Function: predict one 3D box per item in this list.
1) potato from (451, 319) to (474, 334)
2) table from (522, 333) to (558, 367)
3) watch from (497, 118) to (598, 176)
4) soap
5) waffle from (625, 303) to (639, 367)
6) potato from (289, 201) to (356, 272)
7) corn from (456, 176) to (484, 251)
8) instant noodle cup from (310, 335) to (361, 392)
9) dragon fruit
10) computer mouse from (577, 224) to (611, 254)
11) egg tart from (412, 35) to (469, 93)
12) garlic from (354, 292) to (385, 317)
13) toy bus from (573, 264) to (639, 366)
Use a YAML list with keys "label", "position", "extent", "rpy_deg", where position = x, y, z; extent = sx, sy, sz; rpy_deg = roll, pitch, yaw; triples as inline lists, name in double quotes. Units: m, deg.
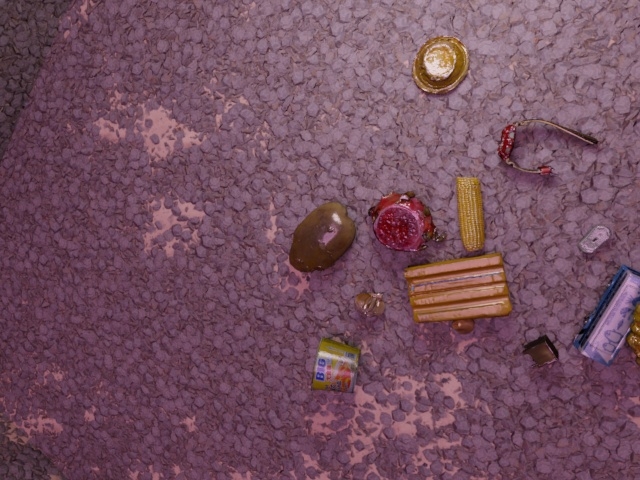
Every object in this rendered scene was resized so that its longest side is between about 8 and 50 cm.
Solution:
- label: "potato"
  position: [0.482, 0.287, 1.642]
  extent: [0.062, 0.083, 0.068]
  rpy_deg: [38, 109, 37]
- label: "table"
  position: [0.712, 0.362, 1.569]
  extent: [0.082, 0.083, 0.070]
  rpy_deg: [-36, 81, 26]
- label: "watch"
  position: [0.690, -0.283, 1.500]
  extent: [0.269, 0.102, 0.164]
  rpy_deg: [20, 110, 7]
- label: "soap"
  position: [0.456, 0.161, 1.622]
  extent: [0.325, 0.096, 0.204]
  rpy_deg: [-9, 93, 20]
- label: "waffle"
  position: [1.019, 0.246, 1.382]
  extent: [0.303, 0.068, 0.324]
  rpy_deg: [-11, 108, -9]
- label: "potato"
  position: [0.000, 0.000, 1.737]
  extent: [0.191, 0.141, 0.296]
  rpy_deg: [45, 110, 11]
- label: "corn"
  position: [0.492, -0.088, 1.587]
  extent: [0.081, 0.081, 0.248]
  rpy_deg: [-5, 95, 19]
- label: "instant noodle cup"
  position: [0.060, 0.453, 1.749]
  extent: [0.153, 0.205, 0.204]
  rpy_deg: [8, 99, 9]
- label: "dragon fruit"
  position: [0.283, -0.060, 1.629]
  extent: [0.283, 0.147, 0.210]
  rpy_deg: [23, 103, 16]
- label: "computer mouse"
  position: [0.848, -0.002, 1.504]
  extent: [0.056, 0.032, 0.110]
  rpy_deg: [40, 117, 11]
- label: "egg tart"
  position: [0.387, -0.573, 1.570]
  extent: [0.192, 0.074, 0.191]
  rpy_deg: [2, 95, 19]
- label: "garlic"
  position: [0.175, 0.236, 1.739]
  extent: [0.113, 0.094, 0.074]
  rpy_deg: [20, 143, 10]
- label: "toy bus"
  position: [0.889, 0.227, 1.464]
  extent: [0.106, 0.131, 0.297]
  rpy_deg: [27, 104, 15]
